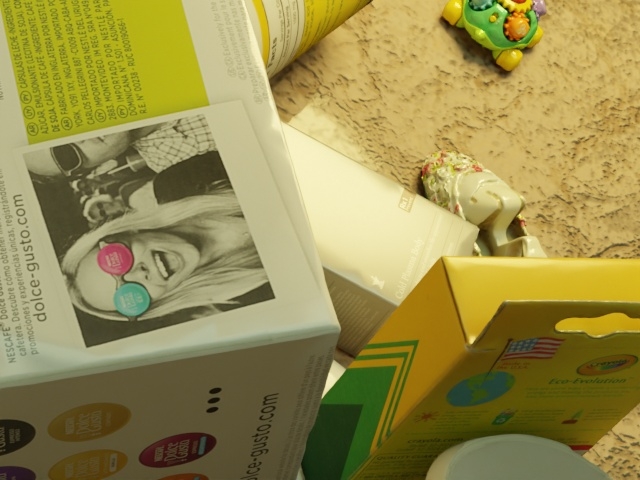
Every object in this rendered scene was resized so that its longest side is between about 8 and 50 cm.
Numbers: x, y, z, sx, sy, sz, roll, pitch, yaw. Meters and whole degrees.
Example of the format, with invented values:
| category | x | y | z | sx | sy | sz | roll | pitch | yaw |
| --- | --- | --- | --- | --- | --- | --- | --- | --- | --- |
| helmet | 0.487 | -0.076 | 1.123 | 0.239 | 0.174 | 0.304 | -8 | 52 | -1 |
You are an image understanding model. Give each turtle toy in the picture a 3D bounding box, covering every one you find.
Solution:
| category | x | y | z | sx | sy | sz | roll | pitch | yaw |
| --- | --- | --- | --- | --- | --- | --- | --- | --- | --- |
| turtle toy | 0.189 | -0.237 | 1.892 | 0.095 | 0.066 | 0.130 | 40 | 49 | 3 |

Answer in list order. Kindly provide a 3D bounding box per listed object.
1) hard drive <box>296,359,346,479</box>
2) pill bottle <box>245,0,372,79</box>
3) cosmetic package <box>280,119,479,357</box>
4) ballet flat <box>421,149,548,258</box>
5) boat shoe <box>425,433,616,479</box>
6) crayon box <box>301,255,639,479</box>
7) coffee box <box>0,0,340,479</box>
| category | x | y | z | sx | sy | sz | roll | pitch | yaw |
| --- | --- | --- | --- | --- | --- | --- | --- | --- | --- |
| hard drive | -0.028 | 0.190 | 1.491 | 0.353 | 0.047 | 0.233 | 38 | 48 | 1 |
| pill bottle | -0.089 | -0.225 | 1.659 | 0.188 | 0.188 | 0.334 | 44 | 49 | 6 |
| cosmetic package | 0.000 | 0.000 | 1.604 | 0.238 | 0.107 | 0.127 | 28 | 52 | -11 |
| ballet flat | 0.168 | 0.004 | 1.705 | 0.091 | 0.077 | 0.241 | -9 | 62 | -31 |
| boat shoe | 0.181 | 0.240 | 1.458 | 0.340 | 0.158 | 0.127 | 22 | 65 | -30 |
| crayon box | 0.136 | 0.100 | 1.399 | 0.202 | 0.318 | 0.081 | 2 | 57 | -28 |
| coffee box | -0.206 | 0.017 | 1.280 | 0.334 | 0.337 | 0.338 | -9 | 62 | -13 |
